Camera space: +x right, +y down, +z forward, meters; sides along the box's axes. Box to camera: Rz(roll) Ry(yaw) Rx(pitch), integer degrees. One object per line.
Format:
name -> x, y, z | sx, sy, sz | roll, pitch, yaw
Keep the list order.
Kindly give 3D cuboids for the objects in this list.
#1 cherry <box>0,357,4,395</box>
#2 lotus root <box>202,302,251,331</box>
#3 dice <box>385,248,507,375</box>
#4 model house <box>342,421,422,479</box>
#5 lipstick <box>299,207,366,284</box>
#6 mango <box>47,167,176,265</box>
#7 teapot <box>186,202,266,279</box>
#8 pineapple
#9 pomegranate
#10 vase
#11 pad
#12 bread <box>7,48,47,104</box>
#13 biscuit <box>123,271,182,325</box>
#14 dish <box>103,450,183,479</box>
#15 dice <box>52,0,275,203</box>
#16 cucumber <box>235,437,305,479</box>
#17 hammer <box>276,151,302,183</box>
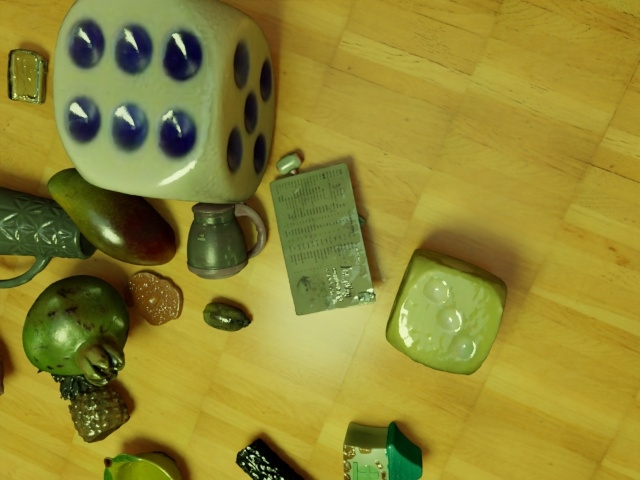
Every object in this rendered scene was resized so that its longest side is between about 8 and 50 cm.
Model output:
cherry -> -0.780, 0.278, 1.105 | 0.250, 0.175, 0.192 | 18, 109, 6
lotus root -> -0.188, 0.155, 1.050 | 0.099, 0.049, 0.054 | 14, 97, 2
dice -> 0.214, 0.120, 0.913 | 0.166, 0.169, 0.169 | 19, 99, 8
model house -> 0.120, 0.426, 1.001 | 0.149, 0.100, 0.127 | -2, 97, 8
lipstick -> 0.023, 0.011, 0.997 | 0.048, 0.048, 0.158 | 38, 101, 4
mango -> -0.394, -0.042, 1.003 | 0.267, 0.111, 0.133 | 39, 59, -15
teapot -> -0.182, -0.008, 0.986 | 0.148, 0.116, 0.146 | 0, 109, 4
pineapple -> -0.503, 0.305, 1.099 | 0.119, 0.111, 0.237 | -32, 80, -20
pomegranate -> -0.464, 0.163, 0.998 | 0.190, 0.241, 0.159 | 8, 117, -19
vase -> -0.612, -0.021, 1.062 | 0.301, 0.156, 0.251 | 8, 95, 3
pad -> 0.000, 0.000, 0.974 | 0.160, 0.009, 0.265 | -13, 87, 17
bread -> -0.598, -0.334, 1.067 | 0.072, 0.053, 0.106 | 7, 101, -14
biscuit -> -0.346, 0.120, 1.089 | 0.130, 0.019, 0.102 | 29, 100, 6
dish -> -0.356, 0.506, 1.104 | 0.208, 0.080, 0.149 | 41, 105, 2
dice -> -0.241, -0.232, 0.886 | 0.277, 0.304, 0.304 | 10, 99, 8
cucumber -> -0.044, 0.513, 1.053 | 0.300, 0.072, 0.072 | 40, 101, 4
hammer -> -0.047, -0.125, 1.005 | 0.052, 0.031, 0.083 | -27, 97, 15
